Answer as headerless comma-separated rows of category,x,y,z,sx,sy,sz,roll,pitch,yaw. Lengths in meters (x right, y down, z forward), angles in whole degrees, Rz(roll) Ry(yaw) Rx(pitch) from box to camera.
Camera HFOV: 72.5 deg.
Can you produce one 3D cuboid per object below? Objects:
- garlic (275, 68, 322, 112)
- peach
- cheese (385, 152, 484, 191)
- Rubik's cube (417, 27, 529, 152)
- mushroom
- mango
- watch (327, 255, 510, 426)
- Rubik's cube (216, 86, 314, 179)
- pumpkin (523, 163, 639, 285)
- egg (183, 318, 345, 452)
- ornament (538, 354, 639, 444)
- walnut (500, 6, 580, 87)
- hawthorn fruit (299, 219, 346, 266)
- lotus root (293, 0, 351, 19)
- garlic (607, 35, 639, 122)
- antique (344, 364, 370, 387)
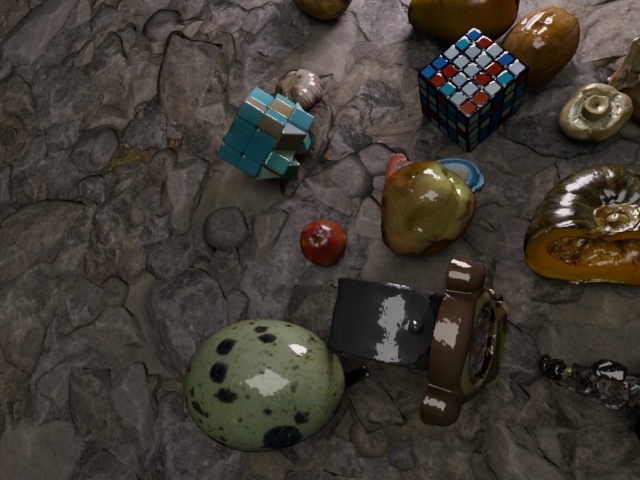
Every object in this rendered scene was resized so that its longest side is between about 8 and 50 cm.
garlic,-0.061,-0.428,1.276,0.159,0.102,0.147,27,85,45
peach,0.233,-0.067,1.030,0.235,0.214,0.214,-49,66,22
cheese,0.294,-0.174,1.134,0.256,0.037,0.106,13,78,21
Rubik's cube,0.371,-0.368,1.086,0.184,0.182,0.187,-42,67,3
mushroom,0.640,-0.296,1.020,0.148,0.112,0.147,-3,82,21
mango,0.372,-0.618,1.153,0.211,0.172,0.317,-43,44,-13
watch,0.194,0.189,0.943,0.327,0.335,0.313,7,82,38
Rubik's cube,-0.141,-0.267,1.189,0.213,0.224,0.265,29,124,-13
pumpkin,0.612,-0.030,0.928,0.325,0.242,0.232,5,47,22
egg,-0.128,0.321,0.978,0.380,0.288,0.287,-3,73,33
ornament,0.545,0.297,0.878,0.196,0.166,0.153,9,87,31
walnut,0.539,-0.479,1.081,0.207,0.167,0.167,-46,68,-2
hawthorn fruit,0.000,0.008,1.127,0.125,0.140,0.125,9,110,25
lotus root,0.009,-0.765,1.332,0.257,0.140,0.154,28,97,32
garlic,0.813,-0.365,0.933,0.325,0.278,0.132,34,52,30
antique,0.031,0.360,1.071,0.192,0.015,0.031,-29,70,8
